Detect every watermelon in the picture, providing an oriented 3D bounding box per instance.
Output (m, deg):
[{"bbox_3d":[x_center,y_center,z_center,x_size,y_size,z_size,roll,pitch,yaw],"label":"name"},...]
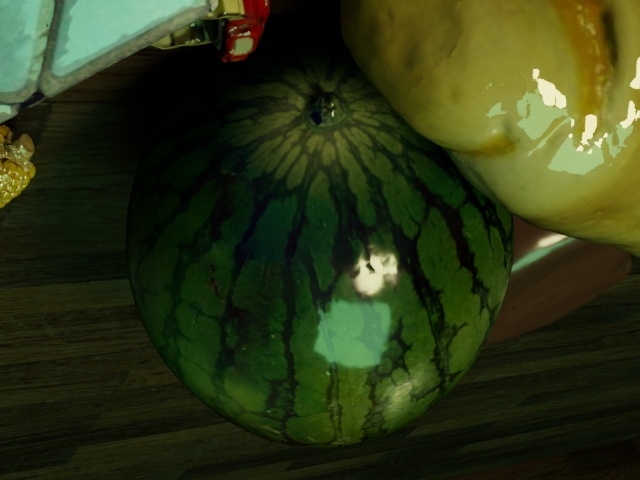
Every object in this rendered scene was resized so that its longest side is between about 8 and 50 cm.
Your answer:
[{"bbox_3d":[0.000,0.000,0.955,0.363,0.363,0.363,-17,154,-9],"label":"watermelon"}]

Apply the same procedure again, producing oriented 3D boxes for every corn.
[{"bbox_3d":[-0.326,-0.032,0.943,0.207,0.068,0.068,-29,154,13],"label":"corn"}]

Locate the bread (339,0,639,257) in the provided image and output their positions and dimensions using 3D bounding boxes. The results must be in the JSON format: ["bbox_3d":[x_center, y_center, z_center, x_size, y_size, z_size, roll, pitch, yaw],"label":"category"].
[{"bbox_3d":[0.168,-0.160,0.815,0.210,0.300,0.341,-42,145,27],"label":"bread"}]

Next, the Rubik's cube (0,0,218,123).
[{"bbox_3d":[-0.186,-0.185,0.520,0.205,0.207,0.205,-26,128,11],"label":"Rubik's cube"}]

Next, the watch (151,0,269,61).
[{"bbox_3d":[-0.168,-0.158,0.751,0.268,0.102,0.165,-11,-177,-23],"label":"watch"}]

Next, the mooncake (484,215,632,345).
[{"bbox_3d":[0.246,-0.018,1.291,0.334,0.174,0.326,-35,155,20],"label":"mooncake"}]
